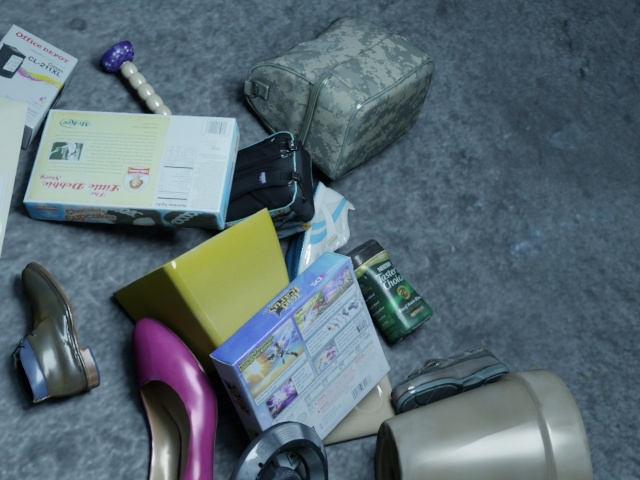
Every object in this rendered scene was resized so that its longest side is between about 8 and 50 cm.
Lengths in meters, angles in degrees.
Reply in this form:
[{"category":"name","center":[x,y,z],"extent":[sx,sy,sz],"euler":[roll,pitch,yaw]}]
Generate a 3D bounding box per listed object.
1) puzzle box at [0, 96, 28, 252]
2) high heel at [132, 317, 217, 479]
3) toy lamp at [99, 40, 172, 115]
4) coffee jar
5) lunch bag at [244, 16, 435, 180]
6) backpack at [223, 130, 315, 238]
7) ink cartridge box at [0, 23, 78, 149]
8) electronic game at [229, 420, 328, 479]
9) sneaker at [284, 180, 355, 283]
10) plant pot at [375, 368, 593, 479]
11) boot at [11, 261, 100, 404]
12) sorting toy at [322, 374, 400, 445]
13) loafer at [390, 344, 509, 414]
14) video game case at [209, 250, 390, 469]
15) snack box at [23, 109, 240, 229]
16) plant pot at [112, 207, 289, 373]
[{"category":"puzzle box","center":[-0.607,-0.048,1.494],"extent":[0.272,0.052,0.409],"euler":[12,67,-19]},{"category":"high heel","center":[-0.235,0.301,1.483],"extent":[0.181,0.127,0.377],"euler":[-17,75,-45]},{"category":"toy lamp","center":[-0.287,-0.232,1.794],"extent":[0.275,0.080,0.080],"euler":[49,53,6]},{"category":"coffee jar","center":[0.114,0.090,1.822],"extent":[0.096,0.079,0.184],"euler":[-33,81,-37]},{"category":"lunch bag","center":[0.035,-0.294,1.916],"extent":[0.256,0.213,0.305],"euler":[38,48,17]},{"category":"backpack","center":[-0.104,-0.082,1.748],"extent":[0.188,0.144,0.166],"euler":[-14,61,14]},{"category":"ink cartridge box","center":[-0.509,-0.262,1.696],"extent":[0.127,0.072,0.175],"euler":[28,55,-10]},{"category":"electronic game","center":[-0.064,0.386,1.512],"extent":[0.229,0.048,0.229],"euler":[-14,109,-49]},{"category":"sneaker","center":[0.000,0.000,1.810],"extent":[0.092,0.087,0.229],"euler":[28,56,-14]},{"category":"plant pot","center":[0.244,0.374,1.615],"extent":[0.280,0.323,0.323],"euler":[-1,63,-11]},{"category":"boot","center":[-0.424,0.140,1.510],"extent":[0.106,0.082,0.219],"euler":[-22,77,-38]},{"category":"sorting toy","center":[0.027,0.239,1.724],"extent":[0.193,0.038,0.208],"euler":[-6,71,-30]},{"category":"loafer","center":[0.220,0.247,1.796],"extent":[0.267,0.096,0.084],"euler":[-6,47,-38]},{"category":"video game case","center":[-0.023,0.192,1.578],"extent":[0.269,0.061,0.244],"euler":[-41,128,-30]},{"category":"snack box","center":[-0.305,-0.118,1.642],"extent":[0.321,0.060,0.187],"euler":[4,60,6]},{"category":"plant pot","center":[-0.165,0.096,1.604],"extent":[0.212,0.212,0.187],"euler":[-32,94,-37]}]
